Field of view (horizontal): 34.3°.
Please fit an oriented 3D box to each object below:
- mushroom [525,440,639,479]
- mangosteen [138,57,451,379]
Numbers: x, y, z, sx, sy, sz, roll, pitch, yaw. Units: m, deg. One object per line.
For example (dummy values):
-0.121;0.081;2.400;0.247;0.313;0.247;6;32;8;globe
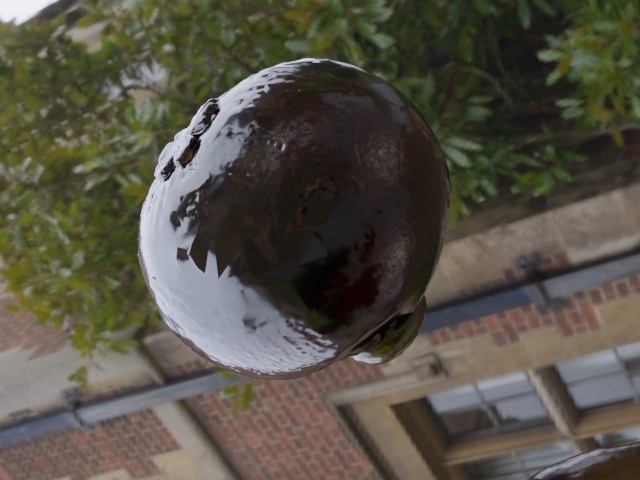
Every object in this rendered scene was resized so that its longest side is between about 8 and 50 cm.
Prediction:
0.224;0.280;0.744;0.267;0.254;0.267;5;-116;-11;mushroom
-0.014;-0.006;0.935;0.293;0.297;0.297;53;-149;-4;mangosteen
